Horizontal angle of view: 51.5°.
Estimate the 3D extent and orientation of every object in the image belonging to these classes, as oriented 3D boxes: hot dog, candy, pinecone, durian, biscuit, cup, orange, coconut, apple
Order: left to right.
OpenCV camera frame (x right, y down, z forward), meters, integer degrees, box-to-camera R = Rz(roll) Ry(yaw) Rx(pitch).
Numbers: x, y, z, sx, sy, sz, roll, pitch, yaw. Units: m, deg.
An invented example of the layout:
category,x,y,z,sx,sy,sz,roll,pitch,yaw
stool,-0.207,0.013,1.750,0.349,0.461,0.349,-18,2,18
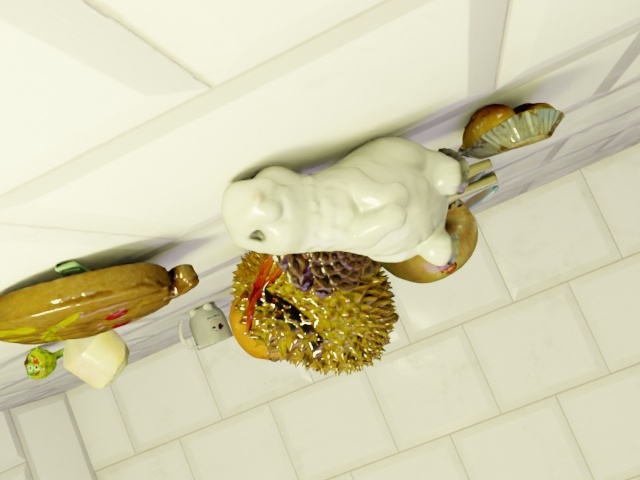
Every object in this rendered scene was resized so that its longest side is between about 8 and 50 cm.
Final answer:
category,x,y,z,sx,sy,sz,roll,pitch,yaw
candy,-0.679,0.295,1.770,0.262,0.073,0.077,-29,143,-63
coconut,-0.560,0.275,1.639,0.147,0.152,0.147,-39,-162,15
biscuit,-0.379,0.116,1.135,0.351,0.070,0.394,-14,171,-8
cup,-0.416,0.307,2.352,0.174,0.142,0.134,-22,174,-10
orange,-0.150,0.261,2.228,0.312,0.312,0.312,-22,173,-3
durian,-0.014,0.131,1.474,0.385,0.347,0.347,12,172,1
pinecone,0.000,0.000,1.166,0.208,0.207,0.208,-22,173,-3
apple,0.254,-0.013,1.639,0.261,0.260,0.194,-19,162,-30
hot dog,0.323,-0.194,1.157,0.163,0.081,0.270,-15,-179,5

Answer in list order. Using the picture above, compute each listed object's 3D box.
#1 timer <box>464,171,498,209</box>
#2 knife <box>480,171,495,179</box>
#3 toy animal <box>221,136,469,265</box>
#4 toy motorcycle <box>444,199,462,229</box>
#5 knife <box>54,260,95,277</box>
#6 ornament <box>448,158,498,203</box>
category,x,y,z,sx,sy,sz,roll,pitch,yaw
timer,0.336,-0.097,1.790,0.175,0.175,0.255,-15,142,-49
knife,0.382,-0.130,2.053,0.343,0.027,0.061,-25,177,18
toy animal,0.026,-0.054,0.975,0.357,0.193,0.258,-4,-168,-18
toy motorcycle,0.259,-0.080,1.464,0.122,0.082,0.213,-11,-143,28
knife,-0.386,0.063,1.092,0.043,0.019,0.293,-20,172,-10
ornament,0.226,-0.114,1.377,0.245,0.061,0.230,-21,-167,10
